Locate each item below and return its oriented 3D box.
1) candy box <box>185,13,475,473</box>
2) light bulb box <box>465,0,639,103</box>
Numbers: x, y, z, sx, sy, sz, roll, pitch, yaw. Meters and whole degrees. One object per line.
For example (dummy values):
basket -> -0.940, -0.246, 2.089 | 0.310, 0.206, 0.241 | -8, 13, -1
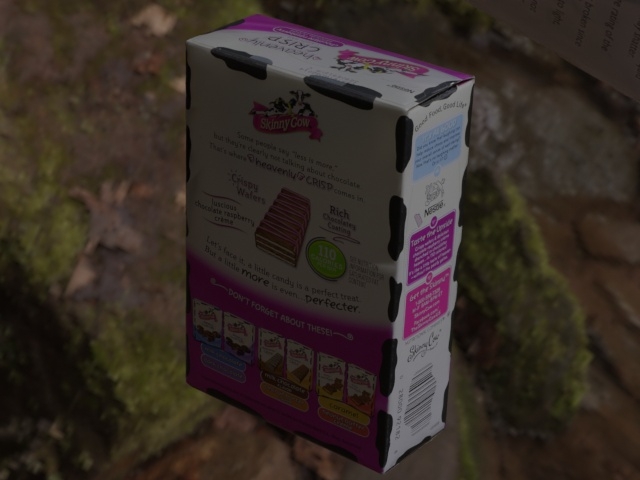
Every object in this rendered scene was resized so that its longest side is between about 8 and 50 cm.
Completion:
candy box -> 0.000, 0.000, 0.959 | 0.159, 0.233, 0.071 | 21, 33, 32
light bulb box -> 0.241, -0.288, 0.978 | 0.361, 0.225, 0.358 | 33, 62, 16
